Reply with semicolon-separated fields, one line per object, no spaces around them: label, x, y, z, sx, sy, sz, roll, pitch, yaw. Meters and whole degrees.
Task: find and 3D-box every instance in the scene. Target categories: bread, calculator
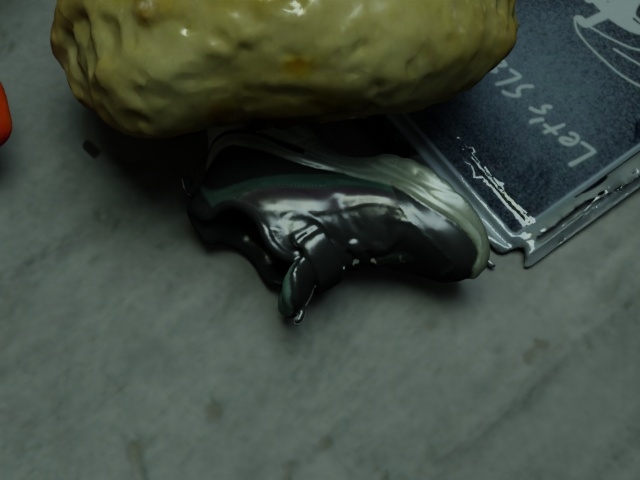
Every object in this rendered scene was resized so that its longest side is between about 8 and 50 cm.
bread;-0.022;-0.137;0.706;0.244;0.134;0.244;-2;20;1
calculator;0.156;-0.104;0.825;0.274;0.028;0.166;-32;70;-23

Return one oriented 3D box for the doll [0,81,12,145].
doll;-0.264;-0.129;0.743;0.200;0.105;0.336;0;65;-5

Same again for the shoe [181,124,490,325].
shoe;0.000;0.000;0.714;0.169;0.071;0.099;22;60;11
